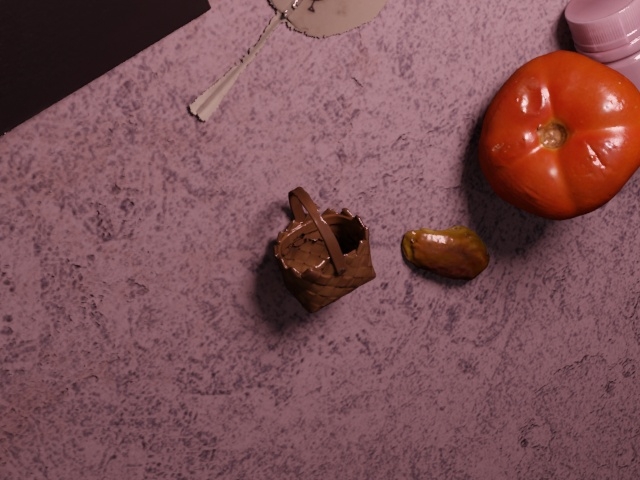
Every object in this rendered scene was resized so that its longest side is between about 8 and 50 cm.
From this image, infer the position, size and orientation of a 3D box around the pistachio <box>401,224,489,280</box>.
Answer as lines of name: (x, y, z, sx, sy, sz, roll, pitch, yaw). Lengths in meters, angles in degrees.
pistachio: (0.212, 0.019, 1.561, 0.172, 0.049, 0.090, 16, 101, -31)

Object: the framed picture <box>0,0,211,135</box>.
framed picture: (-0.308, -0.301, 1.146, 0.338, 0.014, 0.255, -35, 134, -16)

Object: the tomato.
tomato: (0.371, -0.153, 1.474, 0.180, 0.259, 0.260, -5, 117, -62)

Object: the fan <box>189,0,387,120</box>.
fan: (-0.033, -0.326, 1.320, 0.233, 0.012, 0.415, 37, 91, -32)

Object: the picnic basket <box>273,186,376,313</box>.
picnic basket: (0.000, 0.000, 1.399, 0.137, 0.128, 0.179, -29, 130, -15)

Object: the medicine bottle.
medicine bottle: (0.484, -0.276, 1.527, 0.133, 0.133, 0.250, -39, 123, -7)
